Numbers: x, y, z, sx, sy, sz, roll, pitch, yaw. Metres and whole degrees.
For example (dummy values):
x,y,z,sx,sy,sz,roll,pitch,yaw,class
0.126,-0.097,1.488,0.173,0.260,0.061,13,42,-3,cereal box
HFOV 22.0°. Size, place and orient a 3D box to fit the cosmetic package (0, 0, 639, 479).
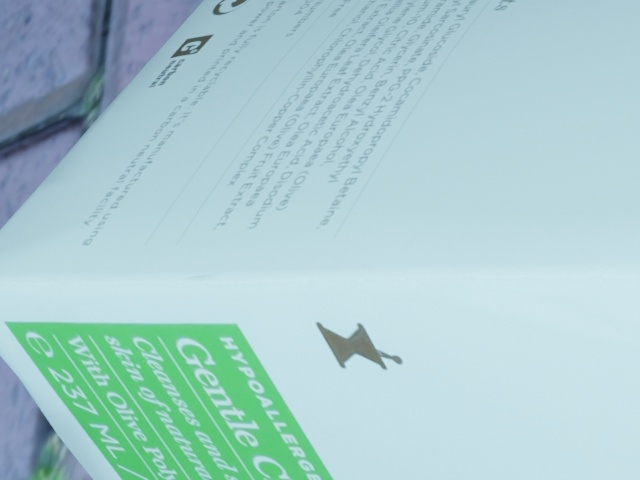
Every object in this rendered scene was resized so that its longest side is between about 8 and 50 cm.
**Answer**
x,y,z,sx,sy,sz,roll,pitch,yaw,class
0.114,0.027,0.403,0.365,0.197,0.155,-2,40,42,cosmetic package
